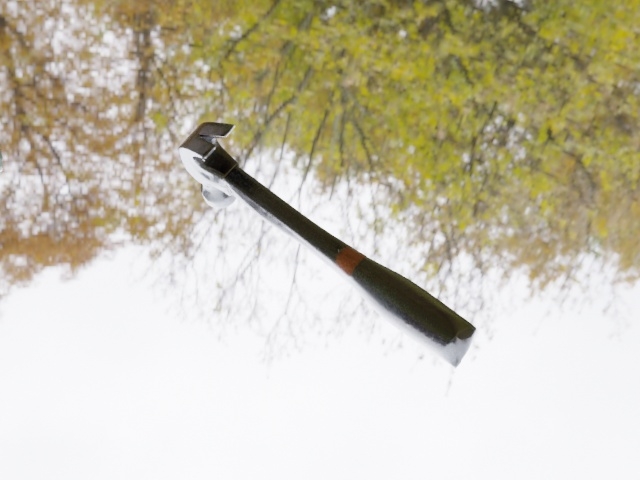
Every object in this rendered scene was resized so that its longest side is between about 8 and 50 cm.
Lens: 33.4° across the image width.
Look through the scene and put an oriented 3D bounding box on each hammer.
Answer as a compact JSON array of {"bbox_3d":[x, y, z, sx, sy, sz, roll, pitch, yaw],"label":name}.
[{"bbox_3d":[0.000,0.000,0.836,0.290,0.137,0.037,36,-104,22],"label":"hammer"}]

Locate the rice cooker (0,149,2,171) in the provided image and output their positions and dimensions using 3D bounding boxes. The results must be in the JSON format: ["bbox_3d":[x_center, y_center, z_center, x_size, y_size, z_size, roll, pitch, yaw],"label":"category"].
[{"bbox_3d":[-0.587,-0.089,1.386,0.316,0.316,0.264,-27,-90,-32],"label":"rice cooker"}]
